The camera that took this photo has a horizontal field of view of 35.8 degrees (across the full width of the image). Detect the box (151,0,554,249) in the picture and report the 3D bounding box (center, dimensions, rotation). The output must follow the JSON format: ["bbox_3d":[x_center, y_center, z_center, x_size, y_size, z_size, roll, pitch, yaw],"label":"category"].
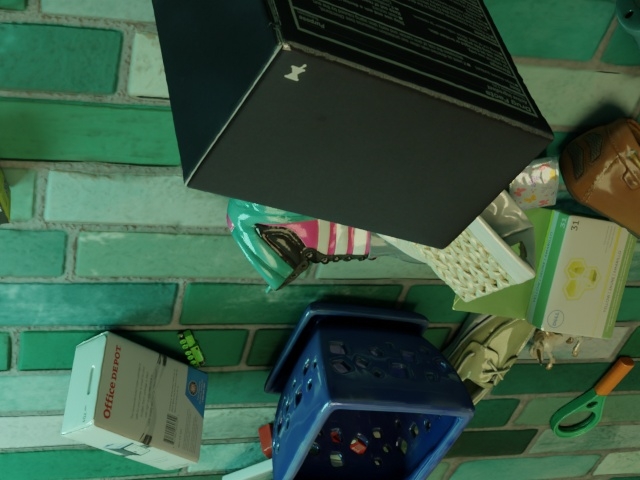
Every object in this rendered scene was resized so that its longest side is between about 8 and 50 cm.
[{"bbox_3d":[0.015,-0.175,0.937,0.296,0.294,0.183,13,133,-32],"label":"box"}]

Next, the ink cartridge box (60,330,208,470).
[{"bbox_3d":[-0.259,0.231,1.408,0.082,0.140,0.190,-24,140,38],"label":"ink cartridge box"}]

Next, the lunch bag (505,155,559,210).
[{"bbox_3d":[0.277,-0.081,1.315,0.071,0.053,0.083,-13,148,0],"label":"lunch bag"}]

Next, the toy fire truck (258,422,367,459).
[{"bbox_3d":[-0.002,0.347,1.690,0.135,0.047,0.192,-31,137,16],"label":"toy fire truck"}]

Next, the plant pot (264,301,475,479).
[{"bbox_3d":[0.054,0.226,1.455,0.236,0.212,0.236,6,134,-24],"label":"plant pot"}]

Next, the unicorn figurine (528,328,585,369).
[{"bbox_3d":[0.377,0.161,1.592,0.162,0.060,0.111,-41,146,-23],"label":"unicorn figurine"}]

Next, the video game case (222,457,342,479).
[{"bbox_3d":[-0.046,0.402,1.706,0.173,0.022,0.190,17,148,-36],"label":"video game case"}]

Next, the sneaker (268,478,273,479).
[{"bbox_3d":[0.005,0.438,1.583,0.131,0.112,0.296,-3,177,-25],"label":"sneaker"}]

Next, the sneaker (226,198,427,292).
[{"bbox_3d":[0.000,0.000,1.258,0.295,0.124,0.178,27,118,-28],"label":"sneaker"}]

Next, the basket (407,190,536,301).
[{"bbox_3d":[0.177,-0.018,1.221,0.103,0.113,0.167,-32,117,30],"label":"basket"}]

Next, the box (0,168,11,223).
[{"bbox_3d":[-0.476,-0.042,1.118,0.232,0.058,0.087,-13,138,-4],"label":"box"}]

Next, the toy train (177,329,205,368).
[{"bbox_3d":[-0.188,0.160,1.455,0.023,0.017,0.083,-24,139,-8],"label":"toy train"}]

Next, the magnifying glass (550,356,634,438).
[{"bbox_3d":[0.496,0.289,1.801,0.092,0.026,0.231,6,133,-22],"label":"magnifying glass"}]

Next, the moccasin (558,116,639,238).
[{"bbox_3d":[0.495,-0.063,1.353,0.380,0.139,0.147,29,131,-28],"label":"moccasin"}]

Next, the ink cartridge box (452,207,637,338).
[{"bbox_3d":[0.317,0.040,1.387,0.235,0.056,0.171,8,100,-21],"label":"ink cartridge box"}]

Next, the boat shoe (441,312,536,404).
[{"bbox_3d":[0.258,0.191,1.568,0.109,0.094,0.302,15,129,-30],"label":"boat shoe"}]

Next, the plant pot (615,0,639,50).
[{"bbox_3d":[0.474,-0.232,1.075,0.255,0.272,0.271,33,120,-24],"label":"plant pot"}]
